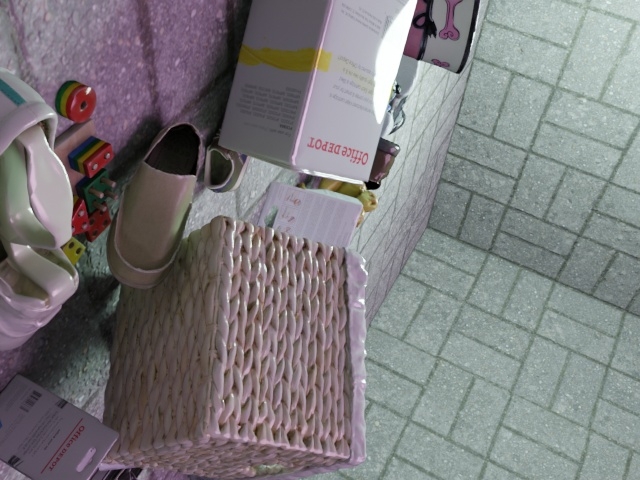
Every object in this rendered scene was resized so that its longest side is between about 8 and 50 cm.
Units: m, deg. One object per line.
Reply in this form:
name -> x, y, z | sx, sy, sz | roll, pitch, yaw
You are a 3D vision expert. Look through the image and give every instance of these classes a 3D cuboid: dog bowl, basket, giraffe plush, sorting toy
dog bowl -> 0.274, -0.603, 1.646 | 0.408, 0.150, 0.408 | 4, 90, -89
basket -> -0.130, 0.172, 1.053 | 0.328, 0.266, 0.331 | -26, -127, 43
giraffe plush -> 0.022, -0.061, 1.805 | 0.210, 0.181, 0.170 | -24, 151, -33
sorting toy -> -0.312, -0.058, 0.899 | 0.132, 0.046, 0.274 | -54, 161, -38

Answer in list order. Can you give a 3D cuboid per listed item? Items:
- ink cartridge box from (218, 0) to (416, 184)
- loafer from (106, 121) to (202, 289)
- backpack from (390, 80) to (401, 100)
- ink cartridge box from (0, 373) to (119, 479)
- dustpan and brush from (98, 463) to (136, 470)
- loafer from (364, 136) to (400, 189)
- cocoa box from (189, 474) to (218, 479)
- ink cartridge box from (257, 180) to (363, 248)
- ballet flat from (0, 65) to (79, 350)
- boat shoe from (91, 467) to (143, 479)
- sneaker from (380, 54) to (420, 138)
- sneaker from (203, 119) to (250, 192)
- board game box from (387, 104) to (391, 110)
ink cartridge box -> 0.005, -0.307, 1.199 | 0.279, 0.160, 0.385 | 3, 103, -60
loafer -> -0.227, -0.062, 0.978 | 0.092, 0.102, 0.269 | 125, -24, -56
backpack -> 0.096, -0.387, 1.659 | 0.158, 0.117, 0.173 | -53, 129, -44
ink cartridge box -> -0.368, 0.273, 0.957 | 0.104, 0.180, 0.060 | -56, 162, -30
dustpan and brush -> -0.346, 0.327, 1.350 | 0.147, 0.060, 0.211 | 16, 98, -52
loafer -> 0.125, -0.207, 1.926 | 0.366, 0.133, 0.130 | -4, 118, -88
cocoa box -> -0.187, 0.510, 1.843 | 0.228, 0.231, 0.347 | -52, 160, -43
ink cartridge box -> -0.036, -0.033, 1.655 | 0.066, 0.232, 0.189 | -121, -132, -68
ballet flat -> -0.330, 0.003, 0.769 | 0.139, 0.139, 0.400 | -49, 158, -47
boat shoe -> -0.392, 0.466, 1.382 | 0.219, 0.070, 0.078 | -57, 163, -29
sneaker -> 0.216, -0.418, 2.067 | 0.269, 0.101, 0.153 | -63, 167, 13
sneaker -> -0.155, -0.169, 1.229 | 0.086, 0.064, 0.192 | -29, 141, -67
board game box -> 0.073, -0.262, 1.765 | 0.160, 0.047, 0.210 | -36, -170, 45
